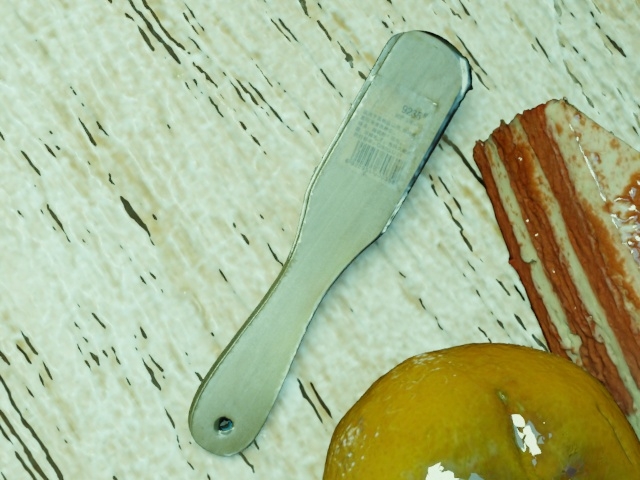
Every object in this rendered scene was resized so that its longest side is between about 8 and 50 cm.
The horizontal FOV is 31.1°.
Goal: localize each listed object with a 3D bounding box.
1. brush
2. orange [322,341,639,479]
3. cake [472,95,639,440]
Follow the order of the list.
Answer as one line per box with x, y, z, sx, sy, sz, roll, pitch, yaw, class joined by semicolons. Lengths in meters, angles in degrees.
0.000;0.000;0.812;0.070;0.065;0.328;31;85;-13;brush
0.112;0.170;0.747;0.224;0.170;0.224;2;83;-14;orange
0.242;0.009;0.812;0.159;0.158;0.262;-21;86;-19;cake
